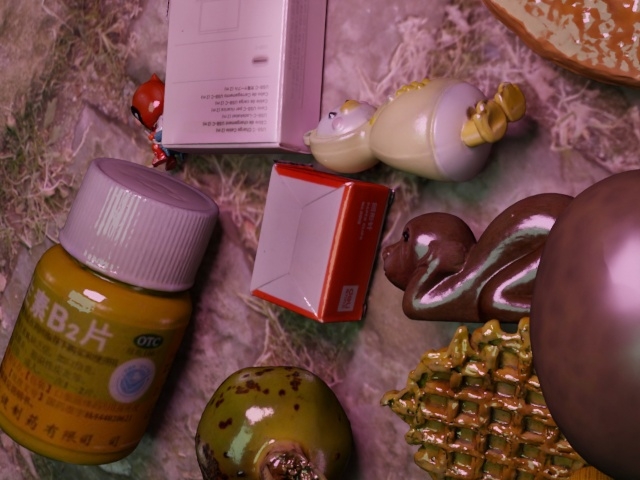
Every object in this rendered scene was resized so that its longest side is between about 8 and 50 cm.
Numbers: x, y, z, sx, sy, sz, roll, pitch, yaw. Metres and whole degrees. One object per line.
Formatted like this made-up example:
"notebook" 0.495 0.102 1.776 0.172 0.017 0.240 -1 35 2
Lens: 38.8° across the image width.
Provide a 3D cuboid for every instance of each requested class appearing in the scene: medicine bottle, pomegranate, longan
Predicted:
"medicine bottle" -0.294 0.096 1.261 0.224 0.224 0.384 31 103 31
"pomegranate" -0.041 0.257 1.100 0.246 0.198 0.198 21 100 48
"longan" 0.321 0.071 0.790 0.300 0.243 0.300 -3 82 20

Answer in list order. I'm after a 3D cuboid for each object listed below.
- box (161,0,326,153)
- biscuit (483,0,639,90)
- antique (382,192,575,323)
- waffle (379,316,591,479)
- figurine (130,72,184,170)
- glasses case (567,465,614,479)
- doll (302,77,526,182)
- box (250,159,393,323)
"box" -0.104 -0.242 1.220 0.203 0.106 0.251 3 88 32
"biscuit" 0.346 -0.332 0.905 0.385 0.062 0.365 26 102 12
"antique" 0.193 0.024 1.004 0.257 0.121 0.143 -4 85 32
"waffle" 0.203 0.203 0.980 0.245 0.052 0.254 47 125 -3
"figurine" -0.230 -0.177 1.322 0.075 0.068 0.140 -32 69 21
"glasses case" 0.344 0.239 0.828 0.234 0.079 0.064 -4 105 21
"doll" 0.092 -0.133 1.072 0.296 0.141 0.117 6 130 36
"box" 0.000 0.000 1.147 0.133 0.099 0.182 15 98 36
